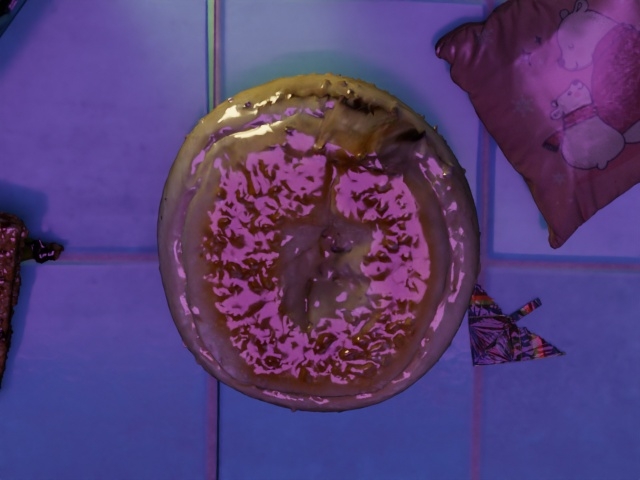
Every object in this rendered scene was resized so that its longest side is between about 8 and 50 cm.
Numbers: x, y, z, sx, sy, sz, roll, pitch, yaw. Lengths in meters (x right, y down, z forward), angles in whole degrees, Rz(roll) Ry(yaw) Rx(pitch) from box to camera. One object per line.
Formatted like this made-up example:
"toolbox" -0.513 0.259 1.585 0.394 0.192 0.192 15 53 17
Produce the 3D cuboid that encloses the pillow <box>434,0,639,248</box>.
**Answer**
"pillow" 0.248 -0.142 1.487 0.236 0.084 0.223 -34 101 10

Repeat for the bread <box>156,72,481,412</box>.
"bread" 0.000 0.000 1.484 0.305 0.159 0.306 1 103 4

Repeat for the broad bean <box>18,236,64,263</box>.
"broad bean" -0.387 -0.018 1.547 0.297 0.043 0.060 20 94 -4

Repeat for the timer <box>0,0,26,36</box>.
"timer" -0.303 -0.179 1.416 0.250 0.232 0.091 -41 99 10

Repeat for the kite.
"kite" 0.172 0.084 1.575 0.122 0.004 0.090 44 100 -7

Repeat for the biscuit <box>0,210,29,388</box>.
"biscuit" -0.313 0.063 1.542 0.064 0.034 0.199 11 117 -7
